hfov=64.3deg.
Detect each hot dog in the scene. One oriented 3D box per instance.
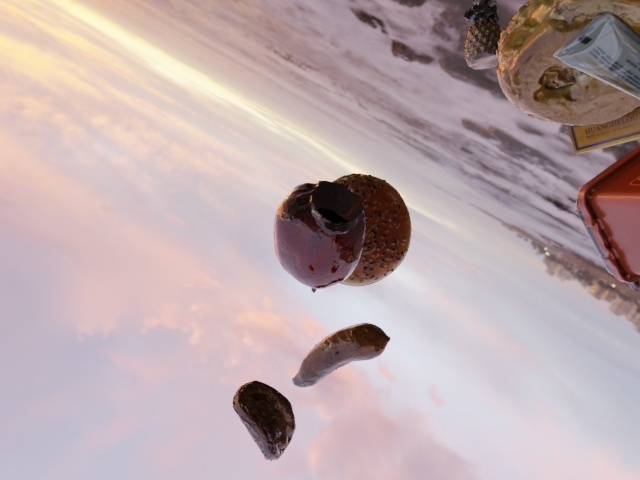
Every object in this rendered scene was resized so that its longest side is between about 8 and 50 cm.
[{"bbox_3d":[-0.097,0.319,0.910,0.147,0.065,0.099,63,-147,-9],"label":"hot dog"}]

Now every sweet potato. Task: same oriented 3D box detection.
[{"bbox_3d":[0.032,0.270,1.213,0.097,0.291,0.097,43,-151,-31],"label":"sweet potato"}]

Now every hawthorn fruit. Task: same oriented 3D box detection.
[{"bbox_3d":[0.000,0.000,1.077,0.215,0.250,0.215,-1,-156,1],"label":"hawthorn fruit"}]

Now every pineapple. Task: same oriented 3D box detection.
[{"bbox_3d":[0.459,-0.620,1.438,0.125,0.251,0.125,-6,179,0],"label":"pineapple"}]

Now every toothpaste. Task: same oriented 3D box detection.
[{"bbox_3d":[0.375,-0.190,0.587,0.255,0.067,0.037,13,-120,-28],"label":"toothpaste"}]

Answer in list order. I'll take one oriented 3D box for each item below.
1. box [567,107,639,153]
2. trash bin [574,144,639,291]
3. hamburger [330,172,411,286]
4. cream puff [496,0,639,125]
[{"bbox_3d":[0.745,-0.282,1.180,0.301,0.084,0.192,-18,-176,-35],"label":"box"},{"bbox_3d":[0.476,-0.022,0.642,0.184,0.161,0.238,58,172,-12],"label":"trash bin"},{"bbox_3d":[0.091,-0.030,1.319,0.300,0.300,0.176,29,171,0],"label":"hamburger"},{"bbox_3d":[0.521,-0.395,1.012,0.327,0.231,0.343,7,151,19],"label":"cream puff"}]
